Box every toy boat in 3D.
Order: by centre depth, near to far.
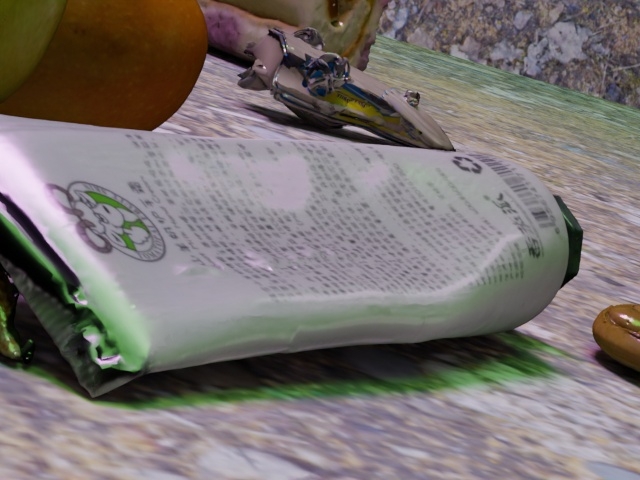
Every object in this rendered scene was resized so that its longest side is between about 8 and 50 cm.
[{"bbox_3d":[0.031,-0.111,1.322,0.210,0.066,0.084,25,17,-31],"label":"toy boat"}]

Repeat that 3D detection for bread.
[{"bbox_3d":[0.177,0.055,0.758,0.110,0.024,0.110,16,11,-3],"label":"bread"},{"bbox_3d":[-0.089,-0.288,1.704,0.338,0.187,0.155,23,13,35],"label":"bread"}]

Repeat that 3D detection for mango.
[{"bbox_3d":[-0.166,-0.100,0.767,0.253,0.113,0.138,2,32,-30],"label":"mango"}]

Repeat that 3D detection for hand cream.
[{"bbox_3d":[0.000,0.000,0.624,0.121,0.076,0.336,47,26,27],"label":"hand cream"}]

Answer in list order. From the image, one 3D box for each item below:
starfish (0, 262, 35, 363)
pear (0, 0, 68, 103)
[{"bbox_3d":[-0.127,-0.003,0.518,0.130,0.041,0.133,26,13,35],"label":"starfish"},{"bbox_3d":[-0.197,-0.111,0.593,0.200,0.200,0.200,17,10,-3],"label":"pear"}]
